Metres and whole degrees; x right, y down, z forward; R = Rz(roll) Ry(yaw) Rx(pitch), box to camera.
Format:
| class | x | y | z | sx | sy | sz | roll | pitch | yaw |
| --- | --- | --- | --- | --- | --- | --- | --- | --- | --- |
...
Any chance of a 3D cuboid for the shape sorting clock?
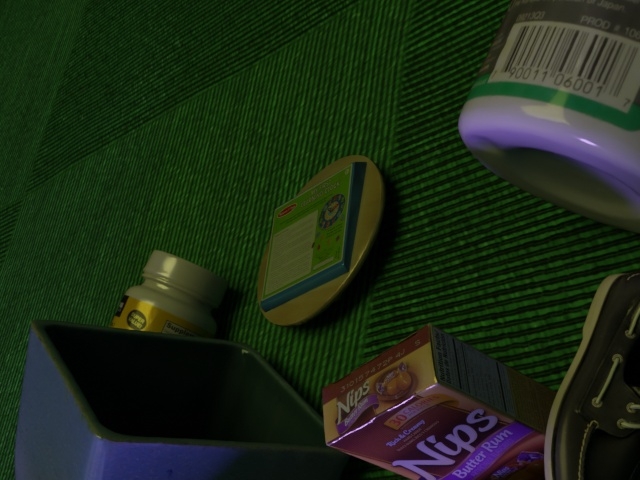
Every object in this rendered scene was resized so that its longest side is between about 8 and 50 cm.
| class | x | y | z | sx | sy | sz | roll | pitch | yaw |
| --- | --- | --- | --- | --- | --- | --- | --- | --- | --- |
| shape sorting clock | 0.000 | 0.000 | 1.157 | 0.206 | 0.040 | 0.206 | -37 | 39 | 38 |

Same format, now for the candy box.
| class | x | y | z | sx | sy | sz | roll | pitch | yaw |
| --- | --- | --- | --- | --- | --- | --- | --- | --- | --- |
| candy box | 0.105 | 0.137 | 0.786 | 0.109 | 0.187 | 0.053 | -36 | 40 | 33 |

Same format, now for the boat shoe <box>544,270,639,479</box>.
| class | x | y | z | sx | sy | sz | roll | pitch | yaw |
| --- | --- | --- | --- | --- | --- | --- | --- | --- | --- |
| boat shoe | 0.216 | 0.114 | 0.759 | 0.065 | 0.075 | 0.206 | -10 | 53 | 52 |

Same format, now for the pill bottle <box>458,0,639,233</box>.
| class | x | y | z | sx | sy | sz | roll | pitch | yaw |
| --- | --- | --- | --- | --- | --- | --- | --- | --- | --- |
| pill bottle | 0.264 | -0.202 | 0.811 | 0.204 | 0.204 | 0.361 | 16 | 79 | 56 |

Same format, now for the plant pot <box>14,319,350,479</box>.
| class | x | y | z | sx | sy | sz | roll | pitch | yaw |
| --- | --- | --- | --- | --- | --- | --- | --- | --- | --- |
| plant pot | -0.162 | 0.247 | 1.022 | 0.247 | 0.248 | 0.252 | 37 | 112 | 56 |

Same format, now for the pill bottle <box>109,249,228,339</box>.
| class | x | y | z | sx | sy | sz | roll | pitch | yaw |
| --- | --- | --- | --- | --- | --- | --- | --- | --- | --- |
| pill bottle | -0.193 | 0.125 | 1.252 | 0.119 | 0.119 | 0.208 | 9 | 73 | 55 |
